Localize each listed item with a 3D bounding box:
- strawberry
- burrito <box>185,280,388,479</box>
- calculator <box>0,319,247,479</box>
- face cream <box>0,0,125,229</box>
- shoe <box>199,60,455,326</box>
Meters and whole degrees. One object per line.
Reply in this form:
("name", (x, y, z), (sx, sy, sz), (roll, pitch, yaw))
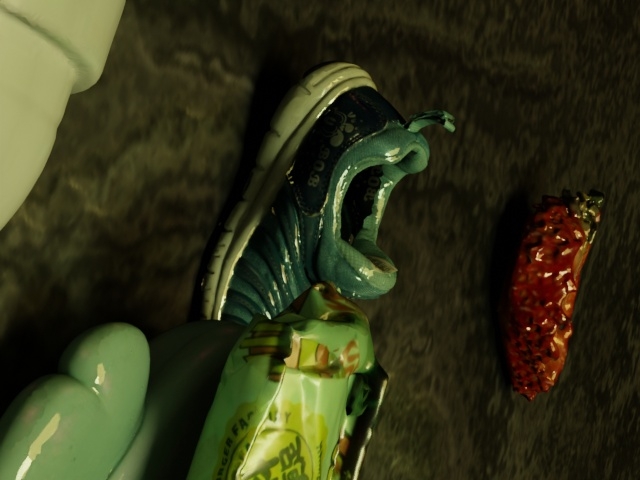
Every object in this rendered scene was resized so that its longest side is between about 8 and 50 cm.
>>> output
("strawberry", (0.134, 0.032, 1.071), (0.104, 0.048, 0.152), (-54, 161, -55))
("burrito", (-0.049, 0.148, 0.597), (0.104, 0.054, 0.288), (20, 87, -58))
("calculator", (-0.056, 0.135, 0.679), (0.185, 0.041, 0.299), (-57, 146, -26))
("face cream", (-0.104, -0.080, 0.371), (0.145, 0.145, 0.370), (32, 70, -65))
("shoe", (0.000, 0.000, 0.727), (0.143, 0.071, 0.064), (-64, 154, 0))
